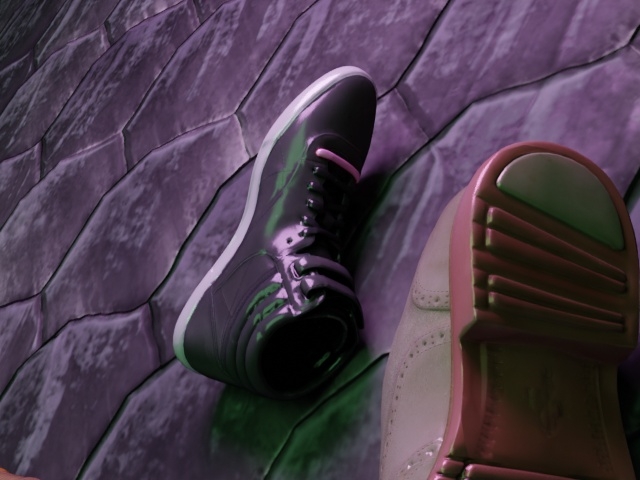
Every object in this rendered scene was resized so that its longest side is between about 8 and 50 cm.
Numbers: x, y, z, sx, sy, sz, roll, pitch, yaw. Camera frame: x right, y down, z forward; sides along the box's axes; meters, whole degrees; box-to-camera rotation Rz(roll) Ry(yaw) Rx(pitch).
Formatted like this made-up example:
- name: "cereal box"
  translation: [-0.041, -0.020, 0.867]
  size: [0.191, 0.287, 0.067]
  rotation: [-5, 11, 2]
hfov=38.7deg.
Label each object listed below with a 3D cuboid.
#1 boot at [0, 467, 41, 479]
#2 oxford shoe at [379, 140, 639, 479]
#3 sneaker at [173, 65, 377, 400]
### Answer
- name: "boot"
  translation: [-0.362, 0.351, 0.842]
  size: [0.211, 0.104, 0.295]
  rotation: [-18, 44, 43]
- name: "oxford shoe"
  translation: [0.096, 0.146, 0.532]
  size: [0.146, 0.141, 0.397]
  rotation: [136, 151, -66]
- name: "sneaker"
  translation: [0.000, 0.000, 0.743]
  size: [0.147, 0.104, 0.295]
  rotation: [24, 85, 50]
